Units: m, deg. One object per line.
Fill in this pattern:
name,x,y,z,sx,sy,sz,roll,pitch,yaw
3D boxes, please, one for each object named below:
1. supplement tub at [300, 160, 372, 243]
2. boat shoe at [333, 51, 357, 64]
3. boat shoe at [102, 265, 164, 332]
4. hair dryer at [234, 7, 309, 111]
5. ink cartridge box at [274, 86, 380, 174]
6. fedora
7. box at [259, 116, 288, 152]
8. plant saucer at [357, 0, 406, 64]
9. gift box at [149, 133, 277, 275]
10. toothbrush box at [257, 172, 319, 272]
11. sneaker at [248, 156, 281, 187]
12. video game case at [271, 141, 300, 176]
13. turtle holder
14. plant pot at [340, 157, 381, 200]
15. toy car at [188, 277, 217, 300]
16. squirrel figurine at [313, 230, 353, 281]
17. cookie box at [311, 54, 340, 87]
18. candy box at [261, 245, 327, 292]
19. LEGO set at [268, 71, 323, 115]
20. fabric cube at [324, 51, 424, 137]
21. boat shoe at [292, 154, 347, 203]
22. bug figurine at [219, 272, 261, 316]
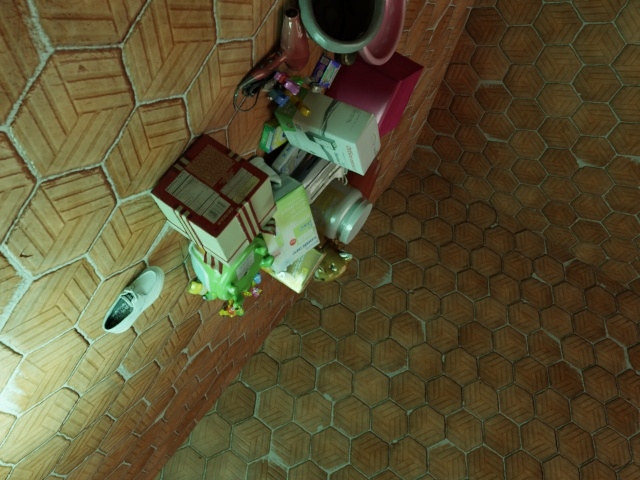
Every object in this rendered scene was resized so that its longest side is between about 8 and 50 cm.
supplement tub,0.027,-0.157,2.190,0.241,0.331,0.241,-52,168,-17
boat shoe,0.089,-0.684,1.674,0.080,0.074,0.223,-4,109,-57
boat shoe,-0.529,0.170,1.464,0.227,0.079,0.081,-53,173,-1
hair dryer,-0.110,-0.480,1.403,0.224,0.080,0.293,-37,157,-56
ink cartridge box,0.028,-0.346,1.622,0.121,0.289,0.211,-60,160,-11
fedora,0.043,-0.632,1.394,0.124,0.244,0.275,-172,-91,-68
box,-0.126,-0.371,1.721,0.179,0.043,0.105,-48,166,-43
plant saucer,0.167,-0.727,1.624,0.332,0.084,0.332,-36,134,-50
gift box,-0.267,-0.079,1.401,0.255,0.276,0.258,-48,168,-15
toothbrush box,-0.141,-0.060,1.822,0.206,0.122,0.283,-36,138,-21
sneaker,-0.242,-0.143,1.654,0.297,0.129,0.111,-50,168,-23
video game case,-0.074,-0.337,1.927,0.300,0.036,0.329,-55,176,-9
turtle holder,-0.300,0.063,1.734,0.243,0.228,0.320,-58,169,5
plant pot,0.159,-0.300,2.577,0.265,0.273,0.272,-62,170,-12
toy car,-0.410,0.167,1.992,0.239,0.053,0.225,-47,165,-36
squirrel figurine,0.000,0.000,2.405,0.397,0.371,0.281,-48,165,-36
cookie box,0.018,-0.572,1.759,0.091,0.040,0.107,-61,168,18
candy box,-0.157,0.043,2.031,0.182,0.317,0.087,-59,169,10
LEGO set,-0.061,-0.407,1.467,0.087,0.093,0.227,-46,172,27
fabric cube,0.193,-0.568,1.949,0.259,0.254,0.258,-42,162,-49
boat shoe,0.049,-0.282,2.030,0.367,0.156,0.136,-49,-150,-3
bug figurine,-0.353,0.266,2.441,0.279,0.072,0.216,-53,168,-18
